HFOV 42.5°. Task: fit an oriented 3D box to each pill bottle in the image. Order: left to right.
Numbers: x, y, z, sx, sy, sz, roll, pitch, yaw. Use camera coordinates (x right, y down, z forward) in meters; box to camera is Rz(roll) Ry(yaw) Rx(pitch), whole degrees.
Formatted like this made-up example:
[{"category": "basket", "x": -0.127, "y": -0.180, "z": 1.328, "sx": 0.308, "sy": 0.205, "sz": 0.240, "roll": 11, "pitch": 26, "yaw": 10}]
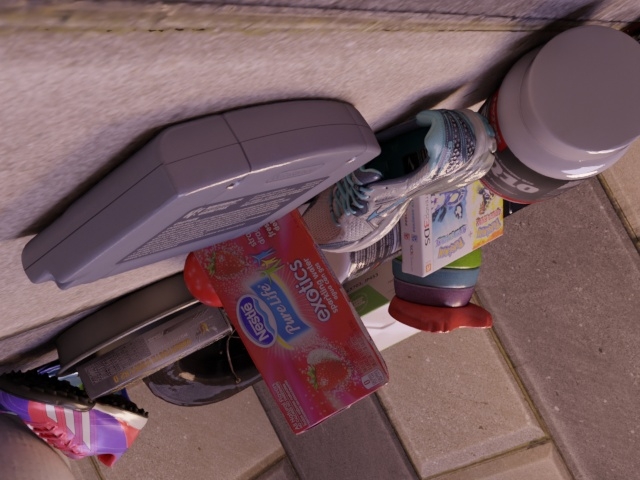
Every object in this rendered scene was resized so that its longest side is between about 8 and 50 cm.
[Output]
[{"category": "pill bottle", "x": 0.079, "y": -0.028, "z": 1.247, "sx": 0.245, "sy": 0.130, "sz": 0.130, "roll": -24, "pitch": 174, "yaw": -40}, {"category": "pill bottle", "x": 0.277, "y": -0.141, "z": 0.978, "sx": 0.161, "sy": 0.161, "sz": 0.283, "roll": -27, "pitch": 175, "yaw": -3}]

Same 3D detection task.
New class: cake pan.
[{"category": "cake pan", "x": -0.289, "y": 0.126, "z": 1.301, "sx": 0.293, "sy": 0.054, "sz": 0.293, "roll": -28, "pitch": 175, "yaw": -2}]

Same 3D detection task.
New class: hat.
[{"category": "hat", "x": -0.188, "y": 0.174, "z": 1.570, "sx": 0.331, "sy": 0.134, "sz": 0.331, "roll": -16, "pitch": 145, "yaw": -12}]

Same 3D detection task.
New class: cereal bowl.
[{"category": "cereal bowl", "x": -0.524, "y": 0.392, "z": 1.370, "sx": 0.339, "sy": 0.339, "sz": 0.141, "roll": -33, "pitch": -164, "yaw": 47}]

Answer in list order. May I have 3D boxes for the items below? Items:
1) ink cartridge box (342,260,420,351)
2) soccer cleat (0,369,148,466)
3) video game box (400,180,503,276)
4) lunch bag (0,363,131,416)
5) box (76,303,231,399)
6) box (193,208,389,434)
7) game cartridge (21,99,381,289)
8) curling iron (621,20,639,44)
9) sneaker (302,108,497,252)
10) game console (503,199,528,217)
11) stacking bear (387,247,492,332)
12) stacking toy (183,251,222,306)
[{"category": "ink cartridge box", "x": 0.144, "y": 0.032, "z": 1.702, "sx": 0.207, "sy": 0.119, "sz": 0.354, "roll": -30, "pitch": -143, "yaw": 20}, {"category": "soccer cleat", "x": -0.397, "y": 0.288, "z": 1.300, "sx": 0.116, "sy": 0.108, "sz": 0.318, "roll": -63, "pitch": 150, "yaw": -8}, {"category": "video game box", "x": 0.197, "y": -0.066, "z": 1.227, "sx": 0.205, "sy": 0.187, "sz": 0.048, "roll": -24, "pitch": -150, "yaw": -38}, {"category": "lunch bag", "x": -0.546, "y": 0.315, "z": 1.551, "sx": 0.221, "sy": 0.138, "sz": 0.293, "roll": -29, "pitch": 165, "yaw": 38}, {"category": "box", "x": -0.254, "y": 0.172, "z": 1.307, "sx": 0.231, "sy": 0.056, "sz": 0.183, "roll": -27, "pitch": 176, "yaw": -9}, {"category": "box", "x": -0.034, "y": 0.073, "z": 0.938, "sx": 0.122, "sy": 0.257, "sz": 0.128, "roll": -30, "pitch": 175, "yaw": 1}, {"category": "game cartridge", "x": -0.076, "y": -0.046, "z": 0.687, "sx": 0.198, "sy": 0.062, "sz": 0.297, "roll": -36, "pitch": 172, "yaw": 31}, {"category": "curling iron", "x": 0.351, "y": -0.231, "z": 1.131, "sx": 0.274, "sy": 0.035, "sz": 0.068, "roll": -25, "pitch": -147, "yaw": 11}, {"category": "sneaker", "x": 0.061, "y": -0.078, "z": 0.979, "sx": 0.283, "sy": 0.110, "sz": 0.122, "roll": -34, "pitch": 155, "yaw": 33}, {"category": "game console", "x": 0.407, "y": -0.169, "z": 1.333, "sx": 0.293, "sy": 0.250, "sz": 0.173, "roll": -24, "pitch": -152, "yaw": -34}, {"category": "stacking bear", "x": 0.208, "y": -0.005, "z": 1.415, "sx": 0.175, "sy": 0.289, "sz": 0.164, "roll": -1, "pitch": -170, "yaw": -40}, {"category": "stacking toy", "x": -0.103, "y": 0.049, "z": 1.175, "sx": 0.141, "sy": 0.141, "sz": 0.330, "roll": -28, "pitch": 169, "yaw": 6}]
